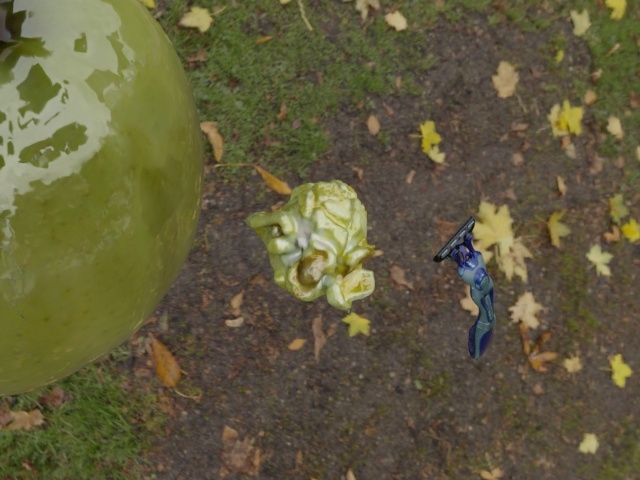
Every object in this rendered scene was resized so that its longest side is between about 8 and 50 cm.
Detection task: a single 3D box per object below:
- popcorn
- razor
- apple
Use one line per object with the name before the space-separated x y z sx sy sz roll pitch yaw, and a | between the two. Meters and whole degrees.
popcorn | 0.000 0.000 0.778 0.142 0.162 0.135 -66 160 -4
razor | 0.119 0.051 0.523 0.044 0.028 0.155 -44 139 -21
apple | -0.344 -0.076 0.710 0.473 0.473 0.474 3 85 -31
